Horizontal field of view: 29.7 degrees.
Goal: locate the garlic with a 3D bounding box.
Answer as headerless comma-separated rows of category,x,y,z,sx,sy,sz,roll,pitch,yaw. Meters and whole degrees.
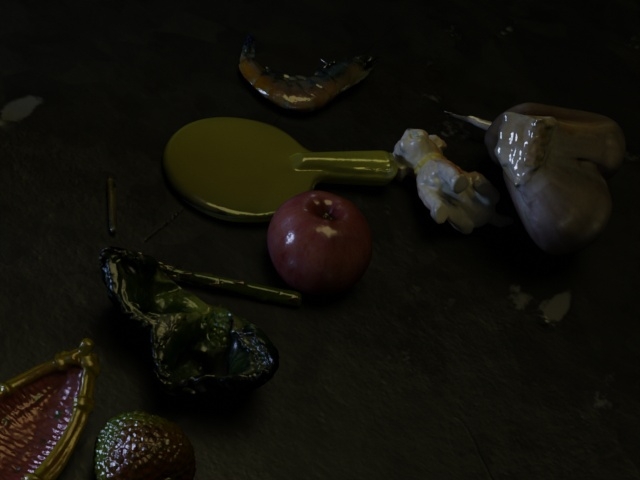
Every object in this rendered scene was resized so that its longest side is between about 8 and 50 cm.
garlic,0.350,-0.101,1.920,0.246,0.231,0.340,3,8,-12

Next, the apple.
apple,0.000,0.000,1.698,0.153,0.120,0.153,11,44,-11

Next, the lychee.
lychee,-0.200,0.253,1.368,0.114,0.114,0.146,-18,36,-36

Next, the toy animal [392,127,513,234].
toy animal,0.203,-0.093,1.920,0.184,0.104,0.185,22,15,-45

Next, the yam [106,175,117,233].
yam,-0.294,-0.049,1.702,0.014,0.014,0.107,5,45,-18

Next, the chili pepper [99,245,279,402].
chili pepper,-0.169,0.120,1.522,0.265,0.116,0.148,32,5,20

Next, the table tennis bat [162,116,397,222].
table tennis bat,-0.059,-0.111,1.843,0.369,0.054,0.224,-2,47,-19

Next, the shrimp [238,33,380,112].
shrimp,-0.026,-0.308,2.051,0.198,0.051,0.262,41,48,19

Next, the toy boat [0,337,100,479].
toy boat,-0.355,0.233,1.334,0.141,0.099,0.318,29,45,11

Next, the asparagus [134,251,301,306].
asparagus,-0.143,0.055,1.646,0.249,0.024,0.025,15,67,-14
